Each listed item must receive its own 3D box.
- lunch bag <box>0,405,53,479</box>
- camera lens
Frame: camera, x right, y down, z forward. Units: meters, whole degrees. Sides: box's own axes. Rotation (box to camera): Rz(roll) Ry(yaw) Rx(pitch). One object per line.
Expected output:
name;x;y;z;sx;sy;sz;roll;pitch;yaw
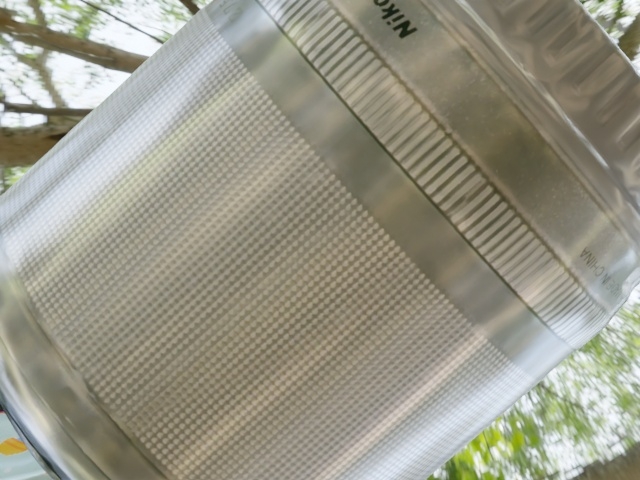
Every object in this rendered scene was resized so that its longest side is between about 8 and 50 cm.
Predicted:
lunch bag;-0.221;0.185;0.859;0.223;0.262;0.160;-13;-77;1
camera lens;0.000;0.000;0.539;0.274;0.219;0.219;-41;-88;7
